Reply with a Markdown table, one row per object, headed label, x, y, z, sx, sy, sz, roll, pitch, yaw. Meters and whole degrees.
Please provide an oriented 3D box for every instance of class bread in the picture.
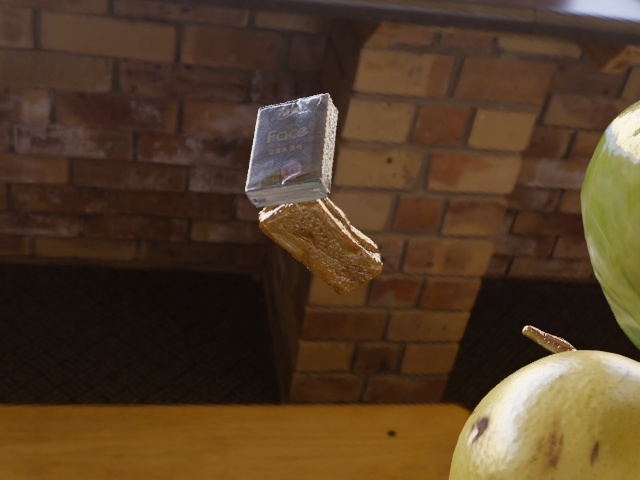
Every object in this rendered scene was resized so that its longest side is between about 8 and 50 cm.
| label | x | y | z | sx | sy | sz | roll | pitch | yaw |
| --- | --- | --- | --- | --- | --- | --- | --- | --- | --- |
| bread | 0.001 | 0.001 | 1.660 | 0.271 | 0.139 | 0.077 | 40 | 25 | -41 |

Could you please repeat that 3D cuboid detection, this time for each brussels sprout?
| label | x | y | z | sx | sy | sz | roll | pitch | yaw |
| --- | --- | --- | --- | --- | --- | --- | --- | --- | --- |
| brussels sprout | 0.409 | -0.019 | 0.897 | 0.247 | 0.328 | 0.328 | -23 | 45 | -13 |

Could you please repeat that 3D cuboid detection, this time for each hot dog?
| label | x | y | z | sx | sy | sz | roll | pitch | yaw |
| --- | --- | --- | --- | --- | --- | --- | --- | --- | --- |
| hot dog | 0.483 | 0.213 | 1.843 | 0.137 | 0.028 | 0.044 | 29 | 18 | 37 |

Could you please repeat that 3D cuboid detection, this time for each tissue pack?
| label | x | y | z | sx | sy | sz | roll | pitch | yaw |
| --- | --- | --- | --- | --- | --- | --- | --- | --- | --- |
| tissue pack | -0.038 | -0.123 | 1.223 | 0.112 | 0.051 | 0.156 | -8 | 53 | 20 |

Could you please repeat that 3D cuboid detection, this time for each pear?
| label | x | y | z | sx | sy | sz | roll | pitch | yaw |
| --- | --- | --- | --- | --- | --- | --- | --- | --- | --- |
| pear | 0.335 | 0.310 | 1.122 | 0.348 | 0.348 | 0.348 | 8 | 35 | -5 |
